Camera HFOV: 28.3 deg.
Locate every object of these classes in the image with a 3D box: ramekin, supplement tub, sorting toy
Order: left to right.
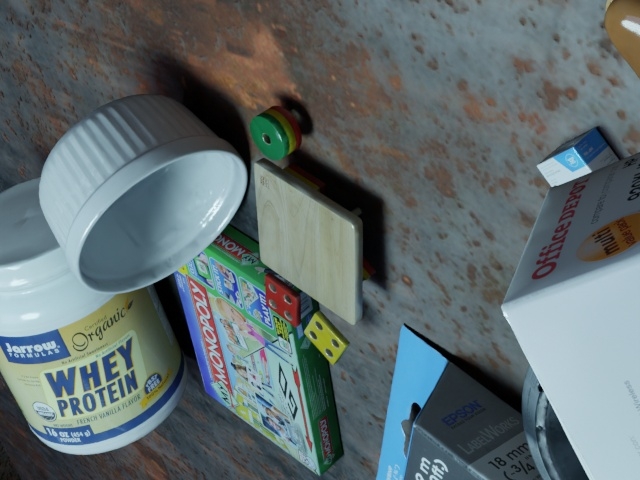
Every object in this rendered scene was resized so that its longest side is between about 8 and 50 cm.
[{"bbox_3d":[-0.322,0.096,1.643,0.228,0.228,0.316,23,142,43],"label":"supplement tub"},{"bbox_3d":[-0.188,-0.054,1.296,0.109,0.207,0.207,50,154,23],"label":"ramekin"},{"bbox_3d":[0.000,0.000,1.227,0.132,0.046,0.274,33,143,32],"label":"sorting toy"}]

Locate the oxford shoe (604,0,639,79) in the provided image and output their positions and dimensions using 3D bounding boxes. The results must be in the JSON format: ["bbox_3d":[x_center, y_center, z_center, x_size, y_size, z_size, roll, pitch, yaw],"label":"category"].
[{"bbox_3d":[0.239,-0.068,0.761,0.212,0.076,0.076,50,154,7],"label":"oxford shoe"}]

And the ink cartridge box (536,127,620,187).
[{"bbox_3d":[0.200,-0.034,0.908,0.083,0.028,0.048,53,153,-3],"label":"ink cartridge box"}]

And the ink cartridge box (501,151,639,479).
[{"bbox_3d":[0.243,0.029,0.659,0.232,0.171,0.168,-23,104,28],"label":"ink cartridge box"}]

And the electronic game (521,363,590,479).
[{"bbox_3d":[0.258,0.151,0.967,0.229,0.048,0.229,16,119,32],"label":"electronic game"}]

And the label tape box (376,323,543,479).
[{"bbox_3d":[0.144,0.273,1.199,0.333,0.106,0.241,35,133,35],"label":"label tape box"}]

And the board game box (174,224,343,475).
[{"bbox_3d":[-0.078,0.118,1.500,0.213,0.046,0.317,30,146,34],"label":"board game box"}]
